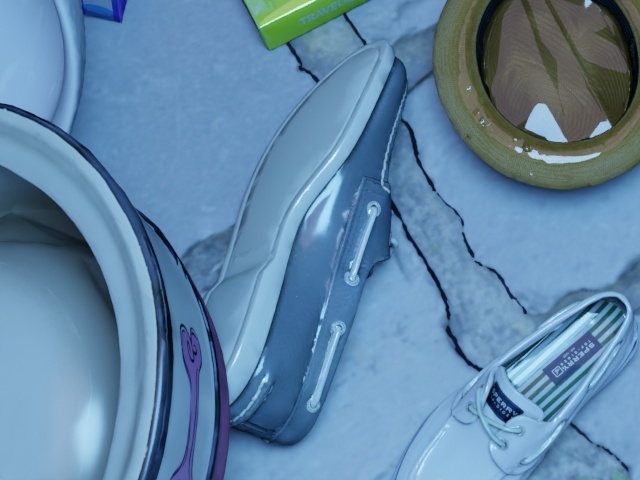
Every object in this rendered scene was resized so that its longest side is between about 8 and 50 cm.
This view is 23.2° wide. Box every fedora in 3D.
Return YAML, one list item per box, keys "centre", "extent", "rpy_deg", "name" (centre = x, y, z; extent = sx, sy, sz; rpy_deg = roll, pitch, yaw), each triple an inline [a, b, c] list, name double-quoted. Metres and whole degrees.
- centre: [0.175, -0.124, 1.153]
  extent: [0.194, 0.079, 0.194]
  rpy_deg: [-2, 75, 6]
  name: "fedora"

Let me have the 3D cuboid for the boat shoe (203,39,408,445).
- centre: [0.000, 0.000, 1.142]
  extent: [0.099, 0.116, 0.319]
  rpy_deg: [35, 65, -25]
  name: "boat shoe"

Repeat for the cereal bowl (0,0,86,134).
- centre: [-0.334, -0.166, 1.148]
  extent: [0.339, 0.339, 0.141]
  rpy_deg: [-6, 31, 6]
  name: "cereal bowl"

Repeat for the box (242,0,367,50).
- centre: [0.012, -0.239, 1.241]
  extent: [0.178, 0.042, 0.109]
  rpy_deg: [-27, 68, -1]
  name: "box"

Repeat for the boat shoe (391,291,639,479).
- centre: [0.128, 0.114, 1.071]
  extent: [0.083, 0.076, 0.226]
  rpy_deg: [39, 80, 20]
  name: "boat shoe"

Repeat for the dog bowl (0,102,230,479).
- centre: [-0.240, 0.121, 1.035]
  extent: [0.408, 0.150, 0.408]
  rpy_deg: [-9, 71, 25]
  name: "dog bowl"

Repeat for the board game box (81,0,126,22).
- centre: [-0.237, -0.372, 1.286]
  extent: [0.233, 0.078, 0.347]
  rpy_deg: [12, 71, 0]
  name: "board game box"
